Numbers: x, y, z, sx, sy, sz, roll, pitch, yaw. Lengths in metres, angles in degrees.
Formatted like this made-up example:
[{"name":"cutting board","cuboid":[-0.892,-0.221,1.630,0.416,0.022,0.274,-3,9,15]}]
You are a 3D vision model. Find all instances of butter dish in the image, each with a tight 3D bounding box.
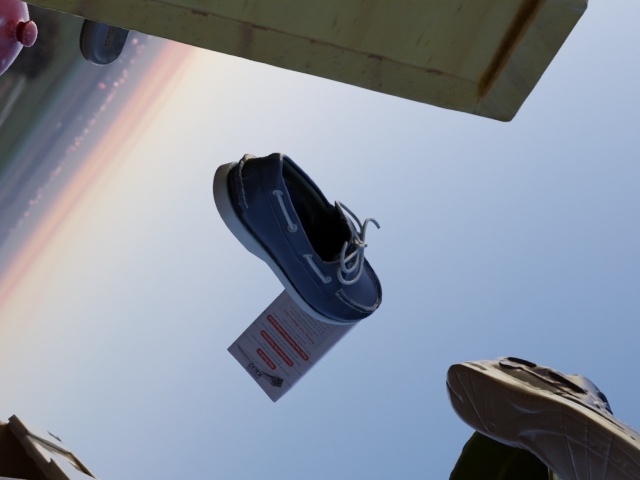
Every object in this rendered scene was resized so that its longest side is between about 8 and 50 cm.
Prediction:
[{"name":"butter dish","cuboid":[-0.430,-0.284,1.270,0.160,0.118,0.160,99,9,-59]}]

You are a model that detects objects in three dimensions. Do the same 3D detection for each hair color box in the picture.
[{"name":"hair color box","cuboid":[-0.026,0.111,1.208,0.167,0.093,0.053,-45,171,18]}]

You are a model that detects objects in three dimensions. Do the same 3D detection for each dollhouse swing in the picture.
[{"name":"dollhouse swing","cuboid":[-0.003,-0.276,0.581,0.315,0.346,0.305,-90,-165,-54]}]

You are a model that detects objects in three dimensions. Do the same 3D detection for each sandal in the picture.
[{"name":"sandal","cuboid":[-0.203,-0.254,1.001,0.072,0.049,0.180,-18,141,-45]}]

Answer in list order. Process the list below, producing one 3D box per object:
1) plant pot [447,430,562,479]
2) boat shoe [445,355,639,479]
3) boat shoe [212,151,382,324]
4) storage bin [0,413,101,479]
[{"name":"plant pot","cuboid":[0.385,0.453,1.346,0.366,0.352,0.367,-162,-90,-79]},{"name":"boat shoe","cuboid":[0.256,0.184,0.999,0.092,0.103,0.285,-25,-152,-31]},{"name":"boat shoe","cuboid":[0.000,0.000,0.923,0.079,0.254,0.095,-15,-134,29]},{"name":"storage bin","cuboid":[-0.281,0.266,0.719,0.260,0.123,0.262,-61,-156,-12]}]
